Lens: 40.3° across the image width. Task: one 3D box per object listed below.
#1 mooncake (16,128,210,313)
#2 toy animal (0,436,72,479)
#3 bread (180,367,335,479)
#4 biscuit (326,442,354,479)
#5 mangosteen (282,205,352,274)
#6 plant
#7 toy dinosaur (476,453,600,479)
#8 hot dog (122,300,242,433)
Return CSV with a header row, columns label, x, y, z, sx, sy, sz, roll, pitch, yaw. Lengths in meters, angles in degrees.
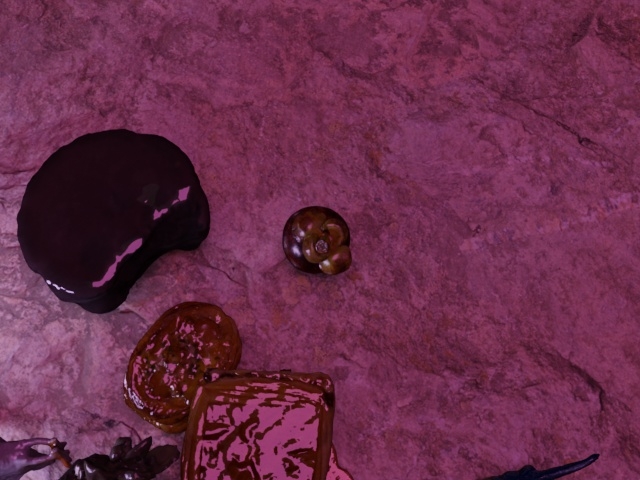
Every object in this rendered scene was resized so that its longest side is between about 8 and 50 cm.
label,x,y,z,sx,sy,sz,roll,pitch,yaw
mooncake,-0.427,-0.050,1.799,0.381,0.212,0.350,-30,72,-11
toy animal,-0.617,0.381,1.597,0.302,0.284,0.225,-4,69,-5
bread,-0.115,0.408,1.643,0.277,0.167,0.324,3,70,0
biscuit,-0.044,0.479,1.741,0.202,0.047,0.334,-38,81,-16
mangosteen,0.003,-0.008,1.840,0.156,0.181,0.146,28,64,-10
plant,-0.386,0.474,1.567,0.213,0.215,0.312,24,107,14
toy dinosaur,0.374,0.492,1.728,0.363,0.147,0.076,-19,72,-4
hot dog,-0.272,0.248,1.761,0.196,0.122,0.272,34,73,4
